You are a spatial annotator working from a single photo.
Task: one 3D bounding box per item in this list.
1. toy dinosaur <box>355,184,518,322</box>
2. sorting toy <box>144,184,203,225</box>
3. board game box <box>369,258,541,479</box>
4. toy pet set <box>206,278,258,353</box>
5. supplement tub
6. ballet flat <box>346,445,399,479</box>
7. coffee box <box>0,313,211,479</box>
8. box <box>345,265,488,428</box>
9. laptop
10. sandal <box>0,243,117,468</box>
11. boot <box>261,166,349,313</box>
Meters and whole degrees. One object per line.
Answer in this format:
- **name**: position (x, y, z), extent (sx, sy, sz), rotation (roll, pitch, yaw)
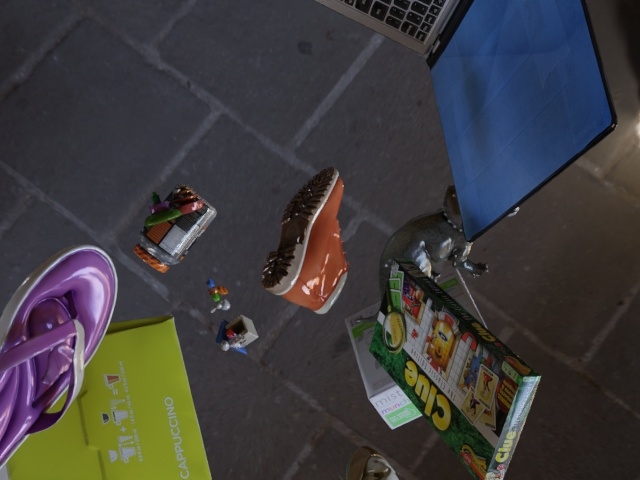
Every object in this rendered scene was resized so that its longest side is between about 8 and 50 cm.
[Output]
- **toy dinosaur**: position (0.171, 0.014, 1.282), extent (0.314, 0.121, 0.160), rotation (-30, 122, 4)
- **sorting toy**: position (-0.206, -0.051, 1.073), extent (0.061, 0.102, 0.042), rotation (-13, 98, 34)
- **board game box**: position (0.137, 0.136, 0.883), extent (0.030, 0.259, 0.136), rotation (-1, 115, -26)
- **toy pet set**: position (-0.169, 0.148, 1.370), extent (0.065, 0.114, 0.122), rotation (-34, 55, 12)
- **supplement tub**: position (-0.338, -0.027, 1.819), extent (0.117, 0.117, 0.190), rotation (38, 90, 4)
- **ballet flat**: position (0.068, 0.326, 0.981), extent (0.073, 0.232, 0.080), rotation (-36, 100, 23)
- **coffee box**: position (-0.438, 0.357, 1.413), extent (0.338, 0.334, 0.337), rotation (-4, 68, -37)
- **box**: position (0.207, 0.210, 1.588), extent (0.262, 0.126, 0.231), rotation (-28, 38, 8)
- **laptop**: position (0.082, -0.232, 0.849), extent (0.408, 0.382, 0.236), rotation (26, 72, -1)
- **sandal**: position (-0.403, 0.200, 1.115), extent (0.102, 0.169, 0.416), rotation (19, 71, 37)
- **boot**: position (0.000, 0.000, 0.841), extent (0.085, 0.059, 0.158), rotation (33, 65, -29)
